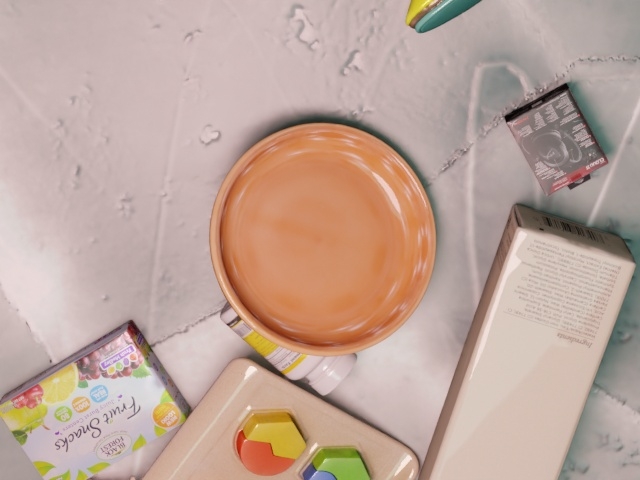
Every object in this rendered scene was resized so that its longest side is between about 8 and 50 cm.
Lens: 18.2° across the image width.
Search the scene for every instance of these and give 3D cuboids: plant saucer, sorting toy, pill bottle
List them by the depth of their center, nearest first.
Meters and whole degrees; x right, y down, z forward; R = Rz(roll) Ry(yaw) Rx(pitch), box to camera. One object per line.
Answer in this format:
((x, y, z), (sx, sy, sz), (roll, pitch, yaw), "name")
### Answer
((0.000, 0.000, 1.704), (0.200, 0.037, 0.200), (1, 84, -15), "plant saucer")
((-0.026, 0.081, 1.743), (0.116, 0.065, 0.065), (42, 101, -9), "pill bottle")
((-0.042, 0.225, 1.769), (0.208, 0.038, 0.193), (32, 103, -23), "sorting toy")

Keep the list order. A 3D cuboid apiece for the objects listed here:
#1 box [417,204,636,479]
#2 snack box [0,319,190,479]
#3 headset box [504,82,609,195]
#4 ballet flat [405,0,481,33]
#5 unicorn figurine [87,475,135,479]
((0.176, 0.118, 1.732), (0.113, 0.094, 0.275), (19, 104, -3), "box")
((-0.202, 0.150, 1.778), (0.141, 0.037, 0.100), (-31, 103, 8), "snack box")
((0.205, -0.083, 1.713), (0.062, 0.032, 0.083), (-29, 102, 9), "headset box")
((0.159, -0.259, 1.657), (0.231, 0.077, 0.077), (-30, 80, 6), "ballet flat")
((-0.201, 0.291, 1.809), (0.111, 0.060, 0.162), (0, 90, 10), "unicorn figurine")
